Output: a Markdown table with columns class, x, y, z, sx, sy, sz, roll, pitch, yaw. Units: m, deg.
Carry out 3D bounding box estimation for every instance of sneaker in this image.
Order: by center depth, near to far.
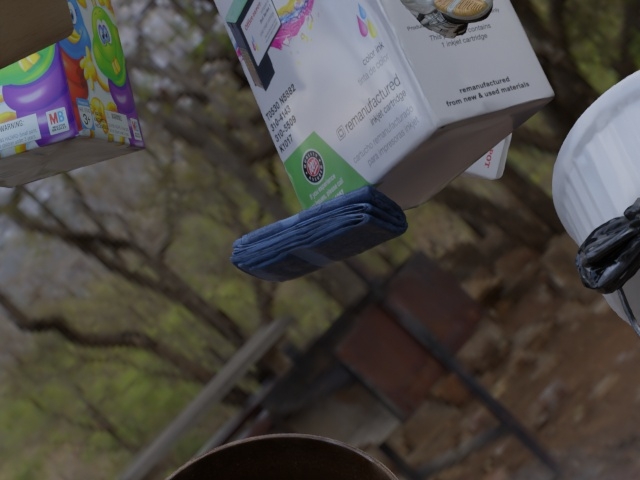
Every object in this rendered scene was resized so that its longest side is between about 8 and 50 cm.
| class | x | y | z | sx | sy | sz | roll | pitch | yaw |
| --- | --- | --- | --- | --- | --- | --- | --- | --- | --- |
| sneaker | 0.080 | -0.136 | 0.926 | 0.032 | 0.037 | 0.083 | -44 | 28 | -9 |

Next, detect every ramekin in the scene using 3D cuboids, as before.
| class | x | y | z | sx | sy | sz | roll | pitch | yaw |
| --- | --- | --- | --- | --- | --- | --- | --- | --- | --- |
| ramekin | 0.364 | -0.032 | 1.461 | 0.277 | 0.277 | 0.135 | -47 | 35 | 30 |

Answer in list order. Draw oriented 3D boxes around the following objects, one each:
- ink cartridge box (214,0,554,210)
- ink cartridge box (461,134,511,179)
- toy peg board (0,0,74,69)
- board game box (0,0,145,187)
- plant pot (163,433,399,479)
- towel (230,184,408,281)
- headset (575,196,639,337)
| class | x | y | z | sx | sy | sz | roll | pitch | yaw |
| --- | --- | --- | --- | --- | --- | --- | --- | --- | --- |
| ink cartridge box | 0.027 | -0.175 | 1.187 | 0.117 | 0.278 | 0.201 | -16 | -14 | -32 |
| ink cartridge box | 0.122 | -0.118 | 1.601 | 0.090 | 0.143 | 0.092 | -166 | 91 | -69 |
| toy peg board | -0.265 | -0.188 | 1.052 | 0.079 | 0.160 | 0.161 | 11 | 33 | 39 |
| board game box | -0.270 | -0.199 | 1.378 | 0.142 | 0.275 | 0.144 | -15 | -5 | 15 |
| plant pot | -0.021 | 0.299 | 1.166 | 0.215 | 0.215 | 0.230 | -47 | -37 | -34 |
| towel | 0.000 | 0.000 | 1.141 | 0.119 | 0.029 | 0.067 | -23 | -26 | 25 |
| headset | 0.316 | 0.118 | 0.938 | 0.185 | 0.394 | 0.243 | -47 | 4 | 36 |
